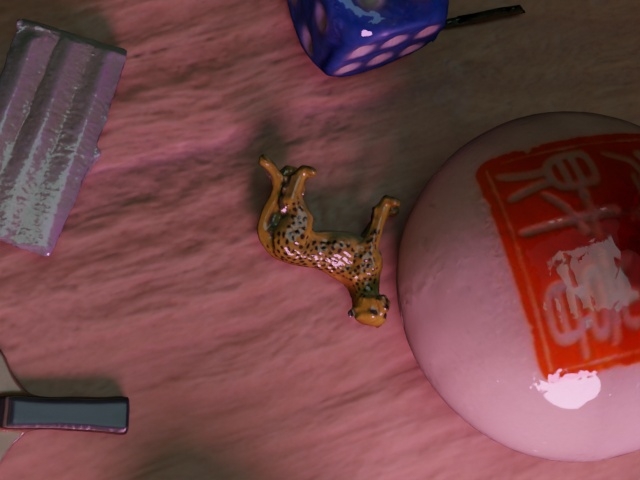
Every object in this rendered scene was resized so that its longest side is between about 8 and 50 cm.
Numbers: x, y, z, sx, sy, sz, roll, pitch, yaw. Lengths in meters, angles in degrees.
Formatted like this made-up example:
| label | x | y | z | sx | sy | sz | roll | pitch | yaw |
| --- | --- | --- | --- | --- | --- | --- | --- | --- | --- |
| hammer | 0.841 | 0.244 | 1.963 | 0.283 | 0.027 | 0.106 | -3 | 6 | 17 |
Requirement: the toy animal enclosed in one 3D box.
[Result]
| label | x | y | z | sx | sy | sz | roll | pitch | yaw |
| --- | --- | --- | --- | --- | --- | --- | --- | --- | --- |
| toy animal | 0.000 | 0.000 | 1.122 | 0.181 | 0.073 | 0.136 | 21 | 80 | -14 |

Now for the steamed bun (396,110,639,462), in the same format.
| label | x | y | z | sx | sy | sz | roll | pitch | yaw |
| --- | --- | --- | --- | --- | --- | --- | --- | --- | --- |
| steamed bun | 0.269 | 0.038 | 1.101 | 0.375 | 0.241 | 0.374 | 3 | 77 | -12 |

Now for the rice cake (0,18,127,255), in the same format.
| label | x | y | z | sx | sy | sz | roll | pitch | yaw |
| --- | --- | --- | --- | --- | --- | --- | --- | --- | --- |
| rice cake | -0.281 | -0.106 | 1.080 | 0.127 | 0.043 | 0.237 | 19 | 74 | -12 |

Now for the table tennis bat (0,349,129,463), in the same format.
| label | x | y | z | sx | sy | sz | roll | pitch | yaw |
| --- | --- | --- | --- | --- | --- | --- | --- | --- | --- |
| table tennis bat | -0.332 | 0.159 | 1.014 | 0.301 | 0.022 | 0.173 | 3 | 76 | -14 |

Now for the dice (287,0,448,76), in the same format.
| label | x | y | z | sx | sy | sz | roll | pitch | yaw |
| --- | --- | --- | --- | --- | --- | --- | --- | --- | --- |
| dice | 0.046 | -0.267 | 1.155 | 0.143 | 0.146 | 0.146 | -17 | 83 | -17 |

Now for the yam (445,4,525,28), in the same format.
| label | x | y | z | sx | sy | sz | roll | pitch | yaw |
| --- | --- | --- | --- | --- | --- | --- | --- | --- | --- |
| yam | 0.191 | -0.263 | 1.264 | 0.107 | 0.014 | 0.014 | -14 | 81 | -17 |
